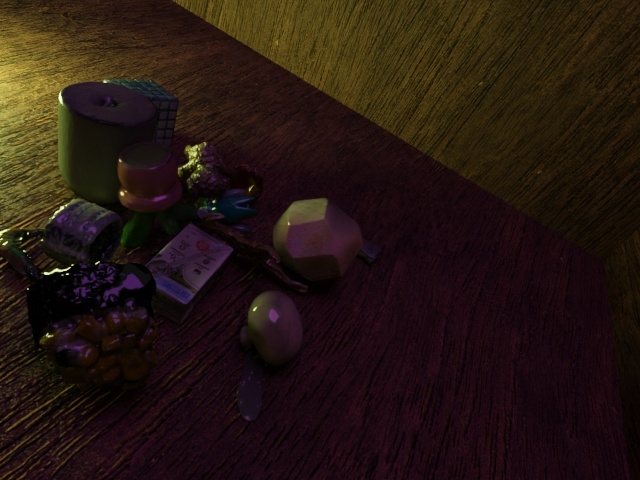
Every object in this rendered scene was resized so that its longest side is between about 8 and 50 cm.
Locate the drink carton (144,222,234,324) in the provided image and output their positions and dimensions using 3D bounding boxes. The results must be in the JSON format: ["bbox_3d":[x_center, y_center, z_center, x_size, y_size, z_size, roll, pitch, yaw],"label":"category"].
[{"bbox_3d":[-0.463,0.107,1.661,0.194,0.132,0.325,30,38,1],"label":"drink carton"}]

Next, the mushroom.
[{"bbox_3d":[-0.164,0.290,1.585,0.202,0.246,0.246,-21,45,6],"label":"mushroom"}]

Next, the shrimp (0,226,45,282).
[{"bbox_3d":[-0.894,0.035,1.543,0.262,0.051,0.198,39,37,19],"label":"shrimp"}]

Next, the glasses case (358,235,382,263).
[{"bbox_3d":[0.145,-0.012,2.249,0.299,0.060,0.114,38,38,13],"label":"glasses case"}]

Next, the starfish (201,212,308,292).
[{"bbox_3d":[-0.231,0.044,1.787,0.432,0.324,0.082,31,71,8],"label":"starfish"}]

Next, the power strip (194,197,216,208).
[{"bbox_3d":[-0.434,-0.140,2.058,0.192,0.035,0.081,20,37,-11],"label":"power strip"}]

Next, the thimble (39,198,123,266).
[{"bbox_3d":[-0.750,-0.010,1.539,0.157,0.217,0.245,22,10,-3],"label":"thimble"}]

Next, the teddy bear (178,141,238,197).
[{"bbox_3d":[-0.466,-0.284,2.008,0.246,0.223,0.296,2,4,-18],"label":"teddy bear"}]

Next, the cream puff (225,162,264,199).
[{"bbox_3d":[-0.339,-0.260,2.183,0.183,0.183,0.169,22,11,-8],"label":"cream puff"}]

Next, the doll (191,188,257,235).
[{"bbox_3d":[-0.381,-0.128,1.965,0.258,0.195,0.153,16,-4,-1],"label":"doll"}]

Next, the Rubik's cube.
[{"bbox_3d":[-0.795,-0.558,2.139,0.237,0.238,0.236,37,33,28],"label":"Rubik's cube"}]

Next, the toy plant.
[{"bbox_3d":[-0.564,-0.160,1.695,0.210,0.356,0.317,26,43,31],"label":"toy plant"}]

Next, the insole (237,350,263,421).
[{"bbox_3d":[-0.216,0.446,1.512,0.081,0.011,0.248,20,36,-15],"label":"insole"}]

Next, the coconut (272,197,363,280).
[{"bbox_3d":[0.000,0.000,1.920,0.352,0.353,0.353,17,38,-14],"label":"coconut"}]

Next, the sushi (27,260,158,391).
[{"bbox_3d":[-0.590,0.242,1.269,0.328,0.328,0.285,7,52,-28],"label":"sushi"}]

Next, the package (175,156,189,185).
[{"bbox_3d":[-0.686,-0.323,2.059,0.223,0.108,0.288,-11,48,-43],"label":"package"}]

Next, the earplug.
[{"bbox_3d":[-0.775,-0.324,1.756,0.312,0.394,0.313,16,34,-11],"label":"earplug"}]
